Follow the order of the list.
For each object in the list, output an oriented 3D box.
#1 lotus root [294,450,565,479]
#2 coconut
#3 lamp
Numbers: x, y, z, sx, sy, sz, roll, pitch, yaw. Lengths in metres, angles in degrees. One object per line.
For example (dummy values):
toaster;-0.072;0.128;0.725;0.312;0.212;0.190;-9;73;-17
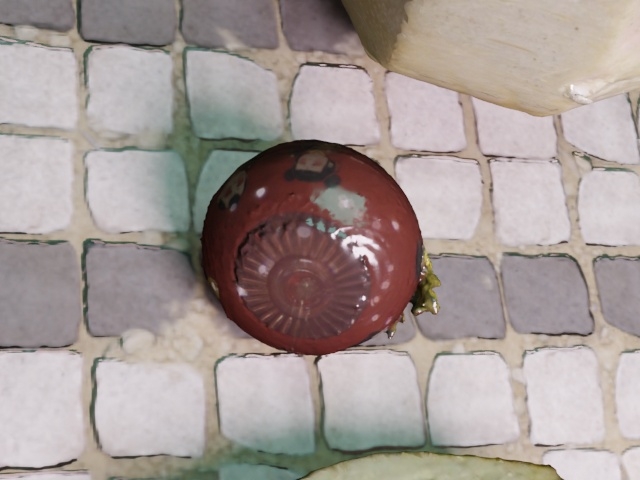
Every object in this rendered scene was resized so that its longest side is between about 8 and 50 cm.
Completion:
lotus root;0.069;0.260;0.759;0.260;0.149;0.267;-30;63;-32
coconut;0.132;-0.262;0.895;0.353;0.352;0.352;8;66;-17
lamp;-0.005;0.002;0.847;0.135;0.156;0.157;-75;144;-64
